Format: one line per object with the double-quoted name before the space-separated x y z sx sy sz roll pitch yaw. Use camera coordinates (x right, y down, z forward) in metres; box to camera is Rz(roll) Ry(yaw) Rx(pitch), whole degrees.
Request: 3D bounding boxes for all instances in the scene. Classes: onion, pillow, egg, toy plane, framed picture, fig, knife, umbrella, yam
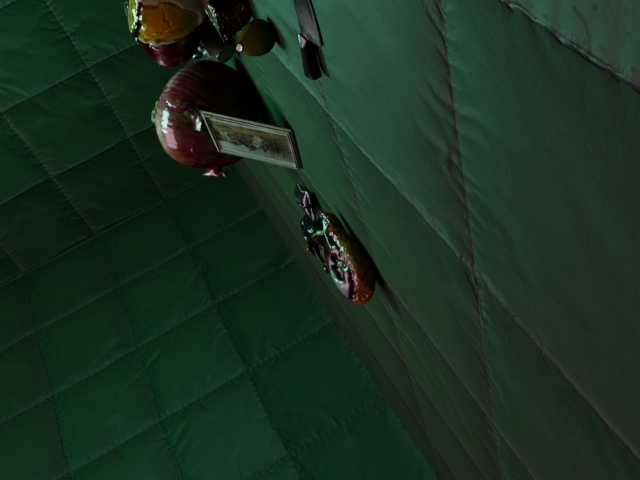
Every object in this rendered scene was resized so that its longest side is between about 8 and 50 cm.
"onion" -0.347 -0.373 2.149 0.354 0.353 0.354 59 173 12
"pillow" -0.046 -0.120 2.102 0.091 0.055 0.136 49 180 -24
"egg" -0.356 -0.635 1.658 0.337 0.200 0.338 -178 90 -66
"toy plane" -0.382 -0.643 2.231 0.273 0.107 0.182 -126 14 -70
"framed picture" -0.192 -0.277 1.943 0.274 0.017 0.217 13 159 14
"fig" -0.137 -0.418 1.441 0.074 0.088 0.074 41 155 23
"knife" -0.020 -0.355 1.146 0.060 0.028 0.230 42 161 32
"onion" -0.426 -0.643 1.947 0.314 0.232 0.314 167 90 -72
"umbrella" 0.000 0.006 2.055 0.113 0.106 0.358 61 174 -26
"yam" -0.312 -0.595 2.032 0.179 0.078 0.078 54 170 29

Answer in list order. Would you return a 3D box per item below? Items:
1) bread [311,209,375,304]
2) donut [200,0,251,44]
"bread" 0.064 0.042 1.805 0.269 0.095 0.139 63 147 29
"donut" -0.226 -0.563 1.509 0.141 0.085 0.217 57 171 29
